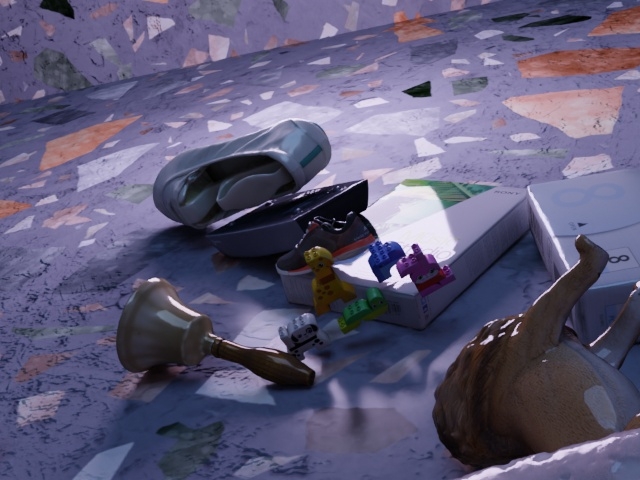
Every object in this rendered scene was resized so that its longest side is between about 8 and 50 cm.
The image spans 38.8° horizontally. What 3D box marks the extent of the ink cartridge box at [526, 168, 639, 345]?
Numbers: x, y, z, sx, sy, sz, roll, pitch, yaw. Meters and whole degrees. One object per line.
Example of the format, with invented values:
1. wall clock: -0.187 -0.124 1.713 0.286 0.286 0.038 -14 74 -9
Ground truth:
1. ink cartridge box: 0.472 -0.010 1.115 0.385 0.091 0.308 -11 24 7

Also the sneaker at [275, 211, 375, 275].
1. sneaker: 0.000 0.000 1.201 0.158 0.064 0.061 -20 9 34

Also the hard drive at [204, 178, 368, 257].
1. hard drive: -0.051 -0.031 1.408 0.172 0.054 0.255 -31 13 -35

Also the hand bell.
1. hand bell: -0.116 0.133 1.116 0.242 0.126 0.126 13 33 25

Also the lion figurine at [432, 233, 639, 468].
1. lion figurine: 0.220 0.148 0.726 0.240 0.142 0.392 -54 16 7

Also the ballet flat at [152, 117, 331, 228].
1. ballet flat: -0.160 -0.089 1.486 0.400 0.139 0.139 -18 17 37

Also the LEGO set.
1. LEGO set: 0.035 0.047 1.109 0.227 0.093 0.087 -29 39 6

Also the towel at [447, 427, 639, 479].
1. towel: 0.069 0.277 0.556 0.332 0.053 0.317 -22 30 25

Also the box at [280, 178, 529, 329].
1. box: 0.132 0.006 1.294 0.232 0.058 0.322 8 31 40
